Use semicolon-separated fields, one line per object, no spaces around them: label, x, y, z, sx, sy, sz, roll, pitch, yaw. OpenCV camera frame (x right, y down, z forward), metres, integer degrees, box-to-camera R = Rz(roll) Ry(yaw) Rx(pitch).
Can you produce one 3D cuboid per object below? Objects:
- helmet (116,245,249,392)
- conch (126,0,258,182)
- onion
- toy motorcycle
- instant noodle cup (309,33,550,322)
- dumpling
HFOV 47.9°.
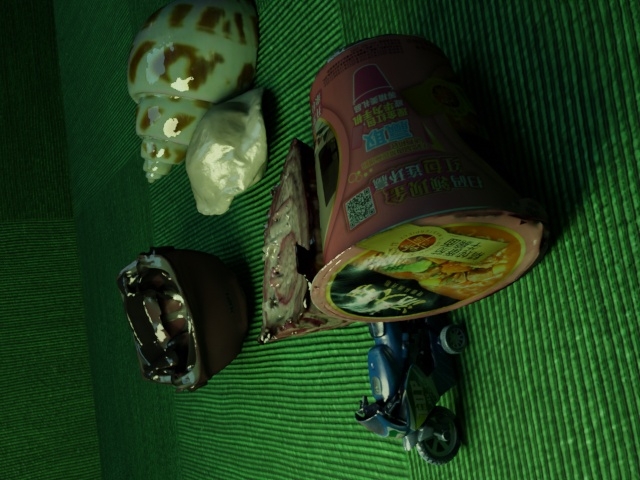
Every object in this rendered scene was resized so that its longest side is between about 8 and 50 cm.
helmet;-0.238;0.136;1.366;0.338;0.197;0.271;-20;85;52
conch;-0.243;-0.291;1.329;0.249;0.197;0.368;21;120;36
onion;0.000;0.000;0.996;0.314;0.146;0.280;132;143;-72
toy motorcycle;0.093;0.138;0.840;0.092;0.135;0.255;-23;74;59
instant noodle cup;0.086;-0.072;0.761;0.244;0.243;0.255;-51;43;51
dumpling;-0.156;-0.152;1.254;0.250;0.132;0.162;-61;36;14
